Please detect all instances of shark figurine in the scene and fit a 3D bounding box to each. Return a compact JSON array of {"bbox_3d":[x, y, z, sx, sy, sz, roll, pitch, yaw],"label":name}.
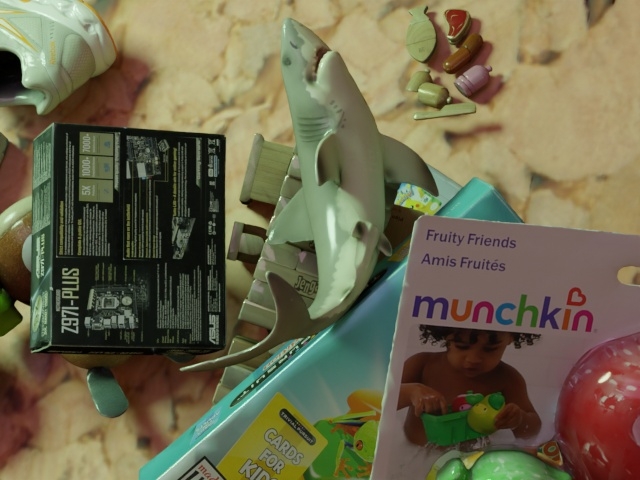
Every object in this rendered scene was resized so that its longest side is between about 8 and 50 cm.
[{"bbox_3d":[-0.009,-0.003,1.181,0.116,0.166,0.278,-21,46,37],"label":"shark figurine"}]

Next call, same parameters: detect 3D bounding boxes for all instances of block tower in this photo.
[{"bbox_3d":[-0.028,0.090,1.289,0.091,0.097,0.335,18,91,-2],"label":"block tower"}]

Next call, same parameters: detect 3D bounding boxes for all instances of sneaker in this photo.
[{"bbox_3d":[-0.330,-0.187,1.545,0.262,0.099,0.121,14,47,26],"label":"sneaker"}]

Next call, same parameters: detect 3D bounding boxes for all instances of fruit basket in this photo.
[{"bbox_3d":[0.193,0.169,1.072,0.327,0.165,0.353,6,112,-10],"label":"fruit basket"}]

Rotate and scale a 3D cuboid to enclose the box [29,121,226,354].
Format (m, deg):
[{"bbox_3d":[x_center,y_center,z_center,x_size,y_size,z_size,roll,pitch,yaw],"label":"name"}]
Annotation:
[{"bbox_3d":[-0.157,0.002,1.334,0.147,0.077,0.180,2,82,-22],"label":"box"}]

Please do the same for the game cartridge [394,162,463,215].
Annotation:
[{"bbox_3d":[0.078,-0.025,1.392,0.056,0.017,0.083,35,84,33],"label":"game cartridge"}]

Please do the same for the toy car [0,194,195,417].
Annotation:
[{"bbox_3d":[-0.199,0.057,1.402,0.155,0.149,0.188,-38,72,-9],"label":"toy car"}]

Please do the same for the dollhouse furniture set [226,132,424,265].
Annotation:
[{"bbox_3d":[0.000,0.000,1.397,0.151,0.123,0.144,14,90,-2],"label":"dollhouse furniture set"}]

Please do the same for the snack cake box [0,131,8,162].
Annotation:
[{"bbox_3d":[-0.449,-0.065,1.568,0.264,0.089,0.152,10,71,24],"label":"snack cake box"}]

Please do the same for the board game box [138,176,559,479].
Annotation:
[{"bbox_3d":[0.074,0.159,1.202,0.336,0.079,0.254,-42,99,1],"label":"board game box"}]

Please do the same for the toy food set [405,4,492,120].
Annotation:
[{"bbox_3d":[0.113,-0.155,1.432,0.078,0.019,0.122,-6,59,18],"label":"toy food set"}]
